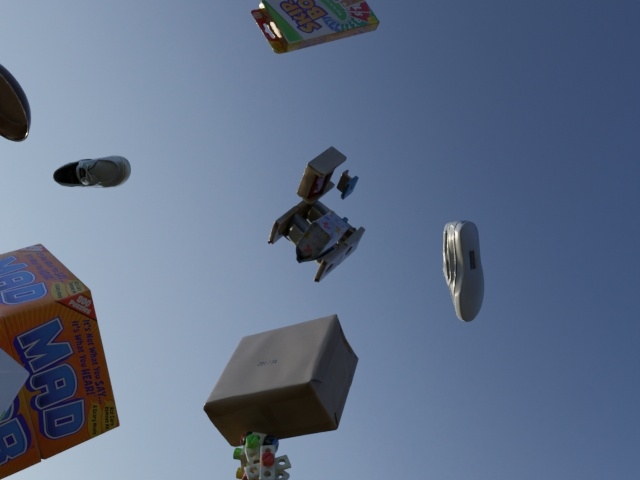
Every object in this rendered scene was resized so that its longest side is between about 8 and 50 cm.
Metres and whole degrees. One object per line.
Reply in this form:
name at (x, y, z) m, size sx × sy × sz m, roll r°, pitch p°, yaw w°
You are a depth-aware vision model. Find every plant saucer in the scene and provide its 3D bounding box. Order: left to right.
plant saucer at (-0.637, -0.288, 1.345) m, size 0.199 × 0.036 × 0.198 m, roll 23°, pitch -40°, yaw 21°

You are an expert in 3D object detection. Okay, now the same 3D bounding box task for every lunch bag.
lunch bag at (0.000, 0.000, 1.145) m, size 0.053 × 0.071 × 0.083 m, roll 45°, pitch -58°, yaw 9°

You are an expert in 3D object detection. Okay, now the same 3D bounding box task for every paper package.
paper package at (-0.096, 0.371, 1.832) m, size 0.325 × 0.309 × 0.168 m, roll -17°, pitch -66°, yaw 23°

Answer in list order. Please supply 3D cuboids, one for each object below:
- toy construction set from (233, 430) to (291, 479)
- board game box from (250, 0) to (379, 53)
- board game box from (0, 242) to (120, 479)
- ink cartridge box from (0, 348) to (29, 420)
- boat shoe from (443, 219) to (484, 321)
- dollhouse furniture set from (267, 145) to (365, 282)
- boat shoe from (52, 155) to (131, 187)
toy construction set at (-0.159, 0.593, 1.643) m, size 0.151 × 0.215 × 0.327 m, roll 19°, pitch -58°, yaw 5°
board game box at (-0.010, -0.477, 1.458) m, size 0.124 × 0.259 × 0.039 m, roll 60°, pitch -25°, yaw 16°
board game box at (-0.711, 0.264, 1.525) m, size 0.356 × 0.356 × 0.356 m, roll 25°, pitch -54°, yaw 49°
ink cartridge box at (-0.620, 0.309, 1.005) m, size 0.353 × 0.207 × 0.119 m, roll -37°, pitch -69°, yaw 17°
boat shoe at (0.360, 0.077, 1.753) m, size 0.095 × 0.258 × 0.084 m, roll 0°, pitch 1°, yaw -34°
dollhouse furniture set at (0.007, -0.045, 1.249) m, size 0.129 × 0.129 × 0.183 m, roll 38°, pitch -40°, yaw 13°
boat shoe at (-0.573, -0.164, 1.698) m, size 0.228 × 0.081 × 0.079 m, roll -4°, pitch -84°, yaw 31°
